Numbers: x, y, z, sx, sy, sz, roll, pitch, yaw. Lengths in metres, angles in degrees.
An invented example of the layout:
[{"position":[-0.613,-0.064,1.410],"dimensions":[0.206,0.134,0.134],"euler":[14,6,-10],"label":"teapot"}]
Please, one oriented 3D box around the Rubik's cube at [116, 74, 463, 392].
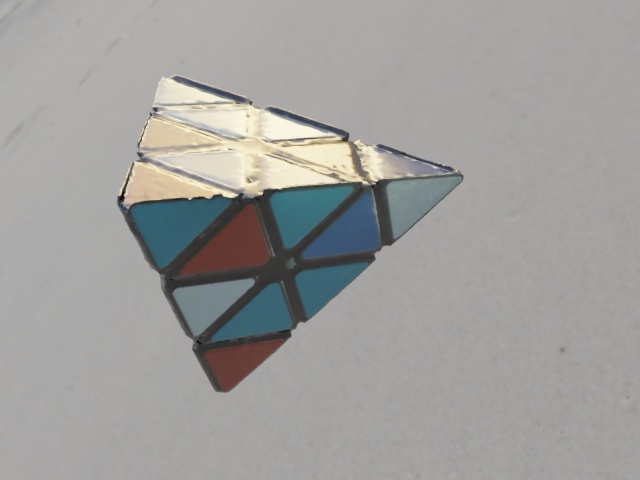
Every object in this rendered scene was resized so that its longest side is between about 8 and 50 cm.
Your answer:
[{"position":[0.000,0.000,0.793],"dimensions":[0.234,0.250,0.284],"euler":[-10,20,2],"label":"Rubik's cube"}]
